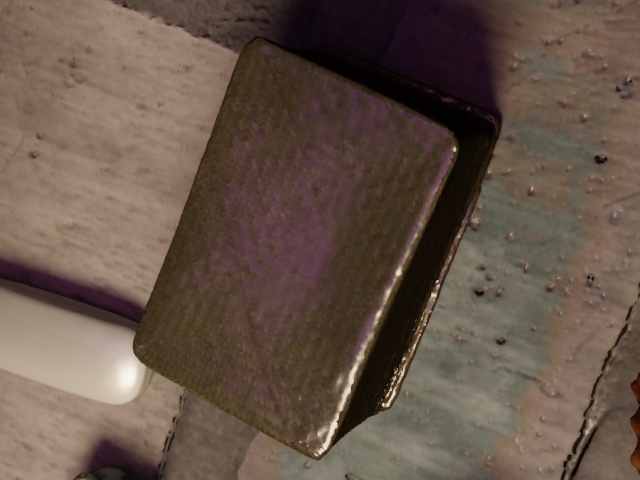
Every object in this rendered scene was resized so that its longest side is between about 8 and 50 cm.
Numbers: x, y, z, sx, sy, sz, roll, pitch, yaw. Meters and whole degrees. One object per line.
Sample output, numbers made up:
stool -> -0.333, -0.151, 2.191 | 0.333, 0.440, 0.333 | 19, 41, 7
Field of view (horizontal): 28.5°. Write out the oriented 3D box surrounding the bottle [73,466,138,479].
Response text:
bottle -> -0.217, 0.329, 1.104 | 0.083, 0.083, 0.270 | 25, 107, 15

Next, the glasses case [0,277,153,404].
glasses case -> -0.235, 0.087, 1.102 | 0.193, 0.049, 0.074 | 16, 100, 17

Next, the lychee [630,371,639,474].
lychee -> 0.341, 0.129, 0.782 | 0.330, 0.306, 0.306 | 43, 110, 46

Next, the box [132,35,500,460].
box -> 0.001, 0.000, 0.967 | 0.184, 0.143, 0.273 | 25, 104, 15
